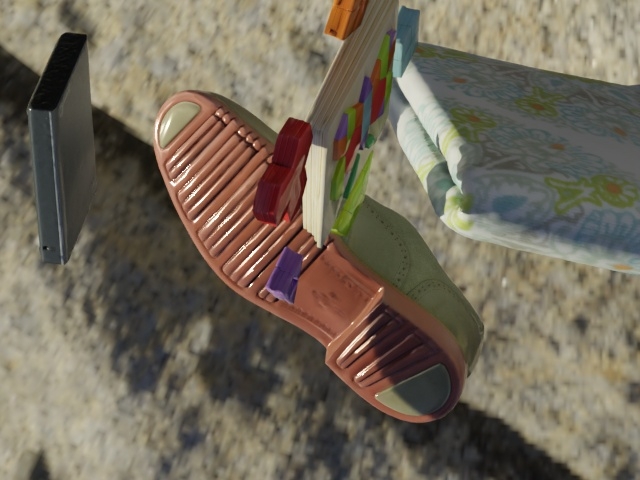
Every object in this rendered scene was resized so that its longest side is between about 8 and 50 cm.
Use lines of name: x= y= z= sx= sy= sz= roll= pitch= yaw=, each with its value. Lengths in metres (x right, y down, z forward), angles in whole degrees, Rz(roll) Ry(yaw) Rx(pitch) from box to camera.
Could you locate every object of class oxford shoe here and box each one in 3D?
oxford shoe: x=0.000 y=0.000 z=1.790 sx=0.397 sy=0.146 sz=0.140 roll=48 pitch=125 yaw=-4

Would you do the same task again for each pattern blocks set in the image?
pattern blocks set: x=0.024 y=-0.100 z=1.468 sx=0.026 sy=0.325 sz=0.285 roll=17 pitch=155 yaw=12

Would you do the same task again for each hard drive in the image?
hard drive: x=-0.180 y=-0.064 z=1.290 sx=0.022 sy=0.094 sz=0.135 roll=6 pitch=130 yaw=6

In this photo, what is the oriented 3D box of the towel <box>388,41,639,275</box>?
towel: x=0.233 y=-0.068 z=1.693 sx=0.321 sy=0.374 sz=0.090 roll=9 pitch=113 yaw=-14
